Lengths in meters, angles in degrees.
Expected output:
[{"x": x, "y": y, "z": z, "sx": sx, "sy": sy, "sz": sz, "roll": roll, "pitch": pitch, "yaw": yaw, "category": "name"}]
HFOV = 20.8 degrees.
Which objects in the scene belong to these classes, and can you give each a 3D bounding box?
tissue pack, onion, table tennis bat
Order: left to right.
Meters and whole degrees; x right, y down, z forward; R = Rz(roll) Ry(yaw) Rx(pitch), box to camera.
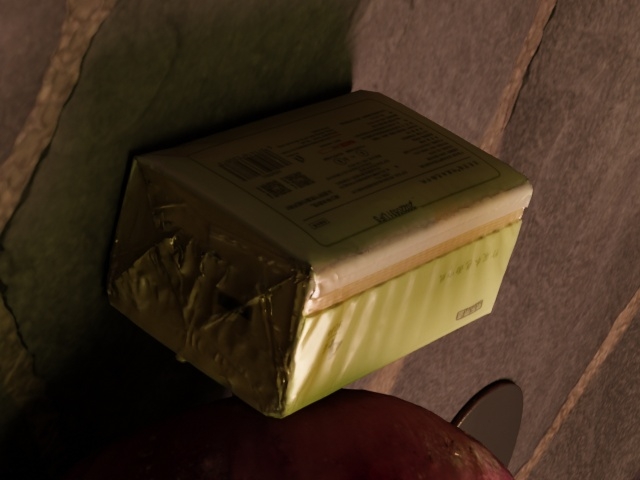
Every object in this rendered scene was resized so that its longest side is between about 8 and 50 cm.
[{"x": -0.044, "y": 0.226, "z": 1.167, "sx": 0.358, "sy": 0.345, "sz": 0.358, "roll": -25, "pitch": 139, "yaw": -23, "category": "onion"}, {"x": 0.000, "y": 0.000, "z": 1.123, "sx": 0.234, "sy": 0.159, "sz": 0.125, "roll": -22, "pitch": 134, "yaw": -48, "category": "tissue pack"}, {"x": 0.143, "y": 0.258, "z": 1.744, "sx": 0.154, "sy": 0.021, "sz": 0.274, "roll": -26, "pitch": 136, "yaw": -44, "category": "table tennis bat"}]
